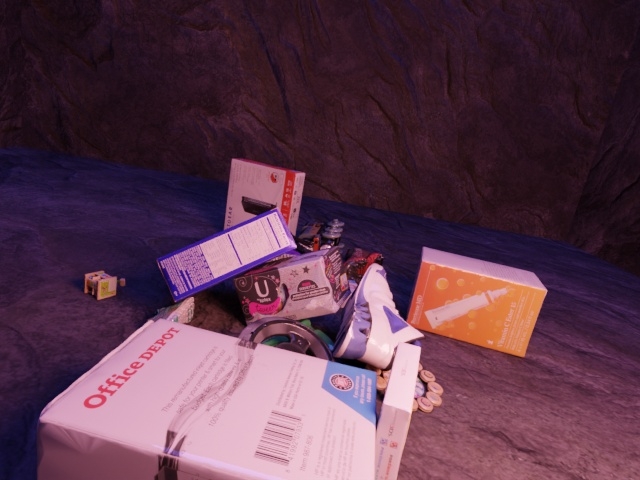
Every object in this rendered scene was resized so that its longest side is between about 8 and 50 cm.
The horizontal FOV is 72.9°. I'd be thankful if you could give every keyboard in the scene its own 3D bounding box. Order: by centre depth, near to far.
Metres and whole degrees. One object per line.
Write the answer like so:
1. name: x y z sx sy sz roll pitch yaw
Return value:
1. keyboard: -0.043 0.045 1.552 0.317 0.202 0.033 23 64 40

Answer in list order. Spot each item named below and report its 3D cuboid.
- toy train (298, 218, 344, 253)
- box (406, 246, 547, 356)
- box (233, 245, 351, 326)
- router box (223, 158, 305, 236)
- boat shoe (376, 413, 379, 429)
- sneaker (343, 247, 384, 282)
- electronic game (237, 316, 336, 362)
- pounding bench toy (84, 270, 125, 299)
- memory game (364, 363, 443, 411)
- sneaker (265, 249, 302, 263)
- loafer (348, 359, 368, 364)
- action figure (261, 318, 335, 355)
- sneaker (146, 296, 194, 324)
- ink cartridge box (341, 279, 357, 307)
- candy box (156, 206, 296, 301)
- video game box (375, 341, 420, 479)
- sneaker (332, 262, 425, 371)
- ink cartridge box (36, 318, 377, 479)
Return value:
1. toy train: 0.000 0.000 1.816 0.190 0.143 0.334 0 16 8
2. box: 0.452 0.176 1.306 0.344 0.215 0.168 13 16 11
3. box: -0.070 0.118 1.119 0.247 0.142 0.163 -15 6 21
4. router box: -0.233 -0.137 1.747 0.300 0.336 0.082 16 16 23
5. boat shoe: 0.035 0.303 0.786 0.177 0.060 0.064 27 30 -12
6. sneaker: 0.132 0.090 1.626 0.135 0.098 0.276 19 15 27
7. electronic game: -0.066 0.249 0.872 0.229 0.048 0.229 21 36 -16
8. pounding bench toy: -0.570 0.112 1.145 0.065 0.052 0.083 18 17 26
9. memory game: 0.186 0.308 0.967 0.186 0.012 0.186 18 22 -8
10. sneaker: -0.082 0.077 1.513 0.292 0.102 0.146 14 15 12
11. loafer: 0.103 0.237 1.101 0.080 0.079 0.220 12 15 4
12. action figure: -0.084 0.249 0.966 0.137 0.064 0.232 24 23 36
13. sneaker: -0.360 0.177 1.045 0.076 0.065 0.166 8 13 6
14. ink cartridge box: 0.081 0.169 1.387 0.088 0.052 0.122 7 17 -14
15. candy box: -0.237 0.032 1.148 0.316 0.122 0.268 -23 3 -9
16. video game box: 0.119 0.294 0.705 0.048 0.187 0.205 14 15 13
17. sneaker: 0.144 0.200 1.014 0.182 0.128 0.316 29 29 -1
18. ink cartridge box: -0.129 0.280 0.623 0.394 0.167 0.285 13 15 5
